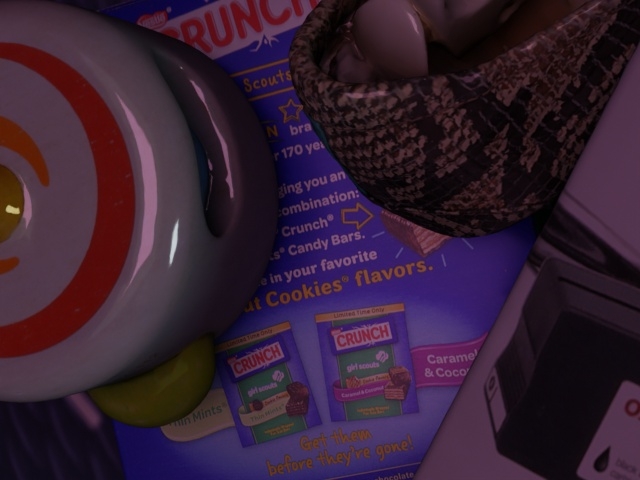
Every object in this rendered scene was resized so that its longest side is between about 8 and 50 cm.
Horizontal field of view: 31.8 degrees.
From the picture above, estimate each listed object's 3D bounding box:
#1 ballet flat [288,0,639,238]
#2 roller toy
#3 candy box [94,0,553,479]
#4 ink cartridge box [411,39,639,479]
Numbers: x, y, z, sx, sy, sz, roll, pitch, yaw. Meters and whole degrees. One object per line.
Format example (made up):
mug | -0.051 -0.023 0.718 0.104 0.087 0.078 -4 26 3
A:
ballet flat | 0.172 -0.202 0.466 0.483 0.182 0.164 -45 55 7
roller toy | -0.132 -0.020 0.563 0.209 0.146 0.191 28 100 16
candy box | 0.000 0.000 0.665 0.268 0.122 0.317 -13 89 15
ink cartridge box | 0.214 0.072 0.476 0.166 0.285 0.395 41 114 42
